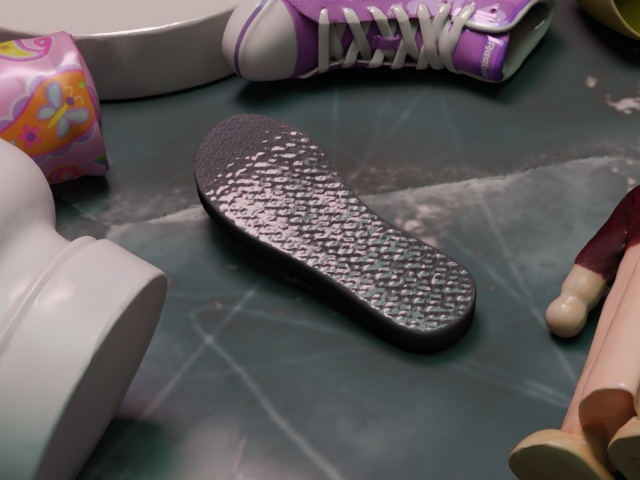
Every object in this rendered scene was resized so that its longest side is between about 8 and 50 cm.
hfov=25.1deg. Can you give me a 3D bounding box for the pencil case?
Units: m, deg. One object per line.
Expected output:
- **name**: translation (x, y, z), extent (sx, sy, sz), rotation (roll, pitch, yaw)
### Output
- **pencil case**: translation (-0.305, -0.071, 1.076), extent (0.284, 0.124, 0.124), rotation (-17, 44, -14)

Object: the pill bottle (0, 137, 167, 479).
- **pill bottle**: translation (-0.311, 0.005, 0.863), extent (0.407, 0.229, 0.229), rotation (27, 47, 4)

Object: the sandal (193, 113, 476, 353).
- **sandal**: translation (0.000, 0.001, 1.035), extent (0.097, 0.054, 0.254), rotation (-37, 62, -23)

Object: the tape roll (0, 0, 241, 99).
- **tape roll**: translation (-0.180, -0.270, 1.316), extent (0.391, 0.072, 0.392), rotation (-1, 42, 1)

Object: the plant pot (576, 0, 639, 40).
- **plant pot**: translation (0.263, -0.236, 1.229), extent (0.134, 0.134, 0.095), rotation (-27, 20, -24)

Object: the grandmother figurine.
- **grandmother figurine**: translation (0.236, 0.011, 0.924), extent (0.207, 0.104, 0.342), rotation (-6, 43, 33)

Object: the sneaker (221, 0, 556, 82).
- **sneaker**: translation (0.069, -0.178, 1.184), extent (0.282, 0.102, 0.161), rotation (-25, 50, -22)
